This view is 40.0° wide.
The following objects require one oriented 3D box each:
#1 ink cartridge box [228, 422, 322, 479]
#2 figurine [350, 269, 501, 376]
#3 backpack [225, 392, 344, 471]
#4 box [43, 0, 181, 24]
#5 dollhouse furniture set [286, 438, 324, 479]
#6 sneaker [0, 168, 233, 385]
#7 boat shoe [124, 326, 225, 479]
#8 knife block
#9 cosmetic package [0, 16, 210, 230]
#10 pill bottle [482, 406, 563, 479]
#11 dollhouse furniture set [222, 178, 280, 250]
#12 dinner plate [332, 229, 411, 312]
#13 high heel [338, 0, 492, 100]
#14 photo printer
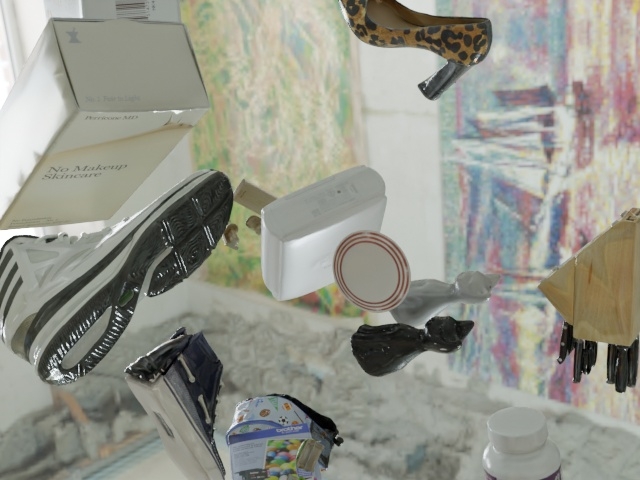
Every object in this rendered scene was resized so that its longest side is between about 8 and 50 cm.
[{"bbox_3d":[-0.099,0.482,1.875,0.186,0.065,0.311,-7,-160,-7],"label":"ink cartridge box"},{"bbox_3d":[0.188,0.129,1.478,0.209,0.092,0.215,-17,-157,42],"label":"figurine"},{"bbox_3d":[-0.127,0.554,2.398,0.276,0.263,0.213,-28,-159,29],"label":"backpack"},{"bbox_3d":[-0.381,-0.446,1.560,0.168,0.215,0.345,-12,-155,-25],"label":"box"},{"bbox_3d":[-0.056,0.445,1.693,0.058,0.151,0.076,18,167,30],"label":"dollhouse furniture set"},{"bbox_3d":[-0.363,0.001,1.436,0.257,0.169,0.447,30,-118,27],"label":"sneaker"},{"bbox_3d":[-0.226,0.322,1.656,0.127,0.340,0.158,13,-136,40],"label":"boat shoe"},{"bbox_3d":[0.493,0.116,1.447,0.275,0.242,0.088,-47,170,35],"label":"knife block"},{"bbox_3d":[-0.273,-0.125,1.017,0.160,0.113,0.309,-9,164,-37],"label":"cosmetic package"},{"bbox_3d":[0.445,0.525,1.919,0.169,0.301,0.169,-10,-163,3],"label":"pill bottle"},{"bbox_3d":[-0.187,-0.077,1.980,0.144,0.151,0.123,28,-163,-28],"label":"dollhouse furniture set"},{"bbox_3d":[0.082,0.051,1.432,0.141,0.141,0.017,-15,166,-28],"label":"dinner plate"},{"bbox_3d":[0.138,-0.350,1.316,0.093,0.261,0.186,-45,-178,-31],"label":"high heel"},{"bbox_3d":[0.000,0.000,1.791,0.256,0.307,0.107,-24,-115,-17],"label":"photo printer"}]
